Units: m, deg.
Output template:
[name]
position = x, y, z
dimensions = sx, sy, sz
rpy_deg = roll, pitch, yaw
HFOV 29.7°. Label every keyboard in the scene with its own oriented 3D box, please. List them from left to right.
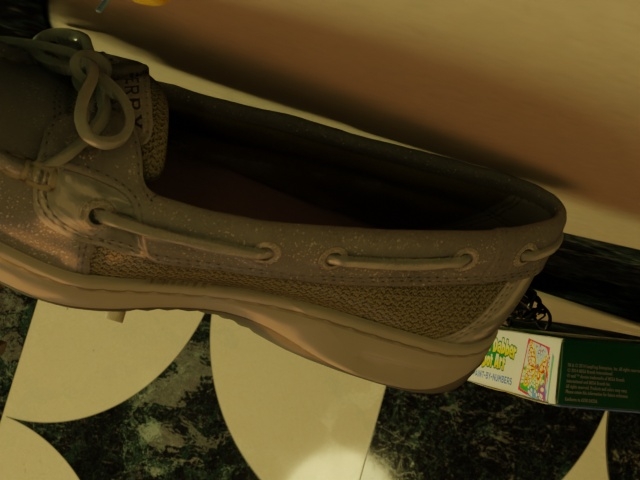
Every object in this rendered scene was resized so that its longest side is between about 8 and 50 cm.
[keyboard]
position = 0.131, 0.027, 0.954
dimensions = 0.100, 0.038, 0.192
rpy_deg = 40, 174, -4

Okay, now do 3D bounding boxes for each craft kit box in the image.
[craft kit box]
position = 0.260, 0.108, 0.996
dimensions = 0.249, 0.061, 0.246
rpy_deg = 6, 175, -13

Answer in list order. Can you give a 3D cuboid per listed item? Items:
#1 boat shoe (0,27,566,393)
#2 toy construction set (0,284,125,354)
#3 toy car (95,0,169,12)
[boat shoe]
position = -0.047, -0.027, 0.517
dimensions = 0.320, 0.103, 0.118
rpy_deg = 21, -147, -19
[toy construction set]
position = -0.360, 0.041, 1.419
dimensions = 0.308, 0.237, 0.257
rpy_deg = 18, 175, -29
[toy car]
position = -0.094, -0.085, 0.296
dimensions = 0.122, 0.041, 0.060
rpy_deg = 15, 175, 16
